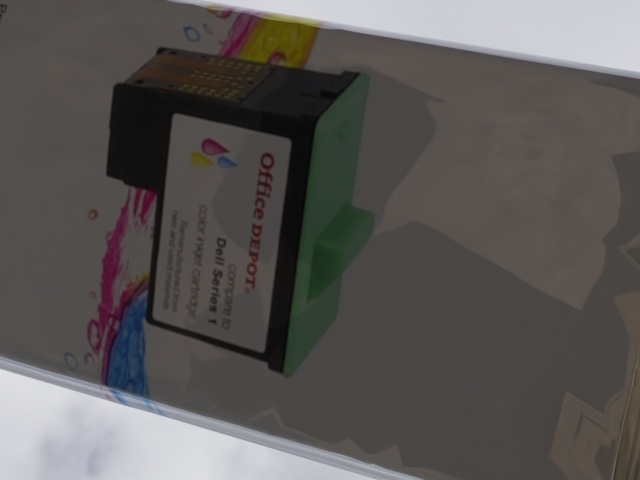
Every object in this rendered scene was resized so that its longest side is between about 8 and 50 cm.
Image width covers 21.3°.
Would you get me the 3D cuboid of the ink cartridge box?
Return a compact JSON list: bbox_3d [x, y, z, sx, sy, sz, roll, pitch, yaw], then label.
[{"bbox_3d":[0.000,0.000,0.536,0.278,0.201,0.117,13,-90,25],"label":"ink cartridge box"}]
